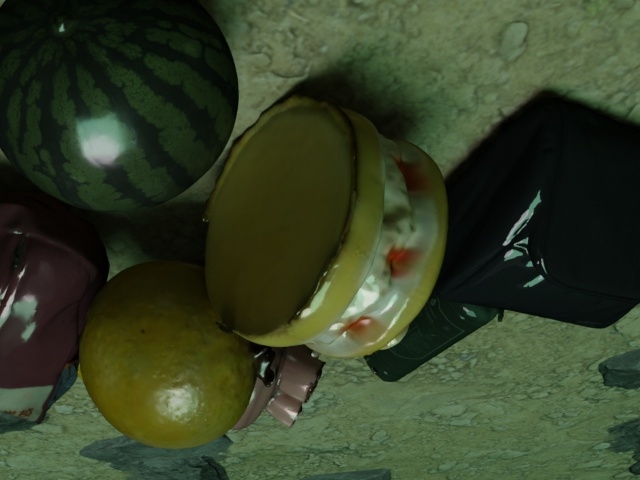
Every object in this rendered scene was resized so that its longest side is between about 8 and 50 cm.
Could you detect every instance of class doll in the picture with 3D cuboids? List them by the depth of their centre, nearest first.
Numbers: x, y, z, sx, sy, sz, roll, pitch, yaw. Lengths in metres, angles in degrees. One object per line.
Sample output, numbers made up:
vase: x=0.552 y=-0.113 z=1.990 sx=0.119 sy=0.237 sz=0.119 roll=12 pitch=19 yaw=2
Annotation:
doll: x=-0.133 y=0.169 z=1.063 sx=0.268 sy=0.216 sz=0.284 roll=26 pitch=123 yaw=-1

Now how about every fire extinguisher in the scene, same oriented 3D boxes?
fire extinguisher: x=0.187 y=0.123 z=1.066 sx=0.095 sy=0.114 sz=0.311 roll=13 pitch=140 yaw=-30

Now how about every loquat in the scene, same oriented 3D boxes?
loquat: x=-0.167 y=0.133 z=0.835 sx=0.244 sy=0.243 sz=0.244 roll=-3 pitch=145 yaw=-2

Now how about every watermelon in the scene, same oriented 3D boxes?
watermelon: x=-0.174 y=-0.127 z=0.580 sx=0.212 sy=0.212 sz=0.212 roll=-3 pitch=145 yaw=-2

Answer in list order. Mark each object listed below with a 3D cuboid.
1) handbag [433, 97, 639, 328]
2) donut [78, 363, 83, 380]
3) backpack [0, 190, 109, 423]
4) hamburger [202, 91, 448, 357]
handbag: x=0.315 y=-0.009 z=0.832 sx=0.302 sy=0.177 sz=0.275 roll=14 pitch=141 yaw=-24
donut: x=-0.326 y=0.212 z=1.085 sx=0.178 sy=0.065 sz=0.162 roll=44 pitch=154 yaw=2
backpack: x=-0.407 y=0.065 z=0.847 sx=0.283 sy=0.197 sz=0.317 roll=18 pitch=123 yaw=-31
hamburger: x=0.000 y=0.000 z=0.758 sx=0.186 sy=0.260 sz=0.303 roll=22 pitch=155 yaw=-38
